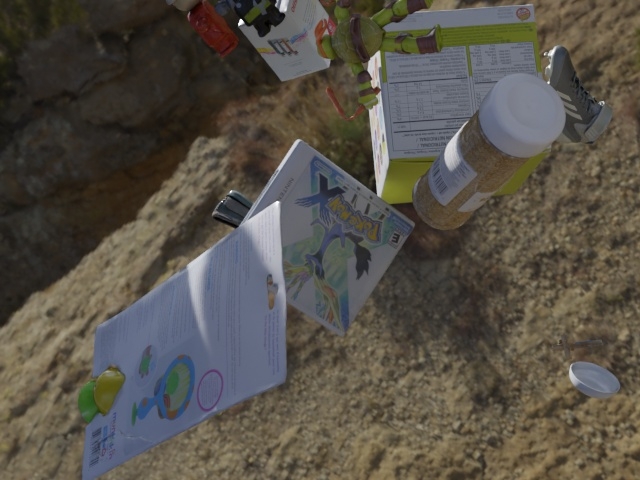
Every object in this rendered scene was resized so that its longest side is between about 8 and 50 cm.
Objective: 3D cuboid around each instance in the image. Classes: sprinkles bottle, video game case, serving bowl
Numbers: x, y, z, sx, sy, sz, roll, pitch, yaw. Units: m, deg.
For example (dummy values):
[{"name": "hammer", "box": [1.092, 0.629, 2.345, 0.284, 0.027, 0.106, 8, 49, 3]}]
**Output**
[{"name": "sprinkles bottle", "box": [0.264, -0.134, 1.298, 0.355, 0.121, 0.121, 124, 169, -65]}, {"name": "video game case", "box": [0.000, 0.000, 1.673, 0.300, 0.329, 0.036, -57, 21, -3]}, {"name": "serving bowl", "box": [0.450, 0.236, 1.299, 0.083, 0.083, 0.027, -124, 42, -53]}]

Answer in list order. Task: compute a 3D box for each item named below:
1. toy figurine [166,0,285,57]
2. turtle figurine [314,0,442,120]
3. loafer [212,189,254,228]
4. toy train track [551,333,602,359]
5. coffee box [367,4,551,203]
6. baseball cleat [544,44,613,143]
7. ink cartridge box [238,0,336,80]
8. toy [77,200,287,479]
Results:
[{"name": "toy figurine", "box": [-0.117, -0.411, 1.214, 0.213, 0.148, 0.209, -52, 25, -21]}, {"name": "turtle figurine", "box": [0.074, -0.340, 1.251, 0.217, 0.270, 0.087, -11, 6, 25]}, {"name": "loafer", "box": [-0.138, -0.012, 1.817, 0.267, 0.096, 0.084, 36, 69, 23]}, {"name": "toy train track", "box": [0.441, 0.178, 1.350, 0.083, 0.048, 0.014, -11, 17, 22]}, {"name": "coffee box", "box": [0.291, -0.288, 1.762, 0.338, 0.338, 0.335, -4, 77, 0]}, {"name": "baseball cleat", "box": [0.433, -0.242, 1.312, 0.109, 0.206, 0.072, 10, 61, 27]}, {"name": "ink cartridge box", "box": [-0.067, -0.456, 1.676, 0.127, 0.176, 0.128, -9, 53, 30]}, {"name": "toy", "box": [-0.093, 0.087, 0.583, 0.237, 0.056, 0.137, -30, 49, 33]}]
